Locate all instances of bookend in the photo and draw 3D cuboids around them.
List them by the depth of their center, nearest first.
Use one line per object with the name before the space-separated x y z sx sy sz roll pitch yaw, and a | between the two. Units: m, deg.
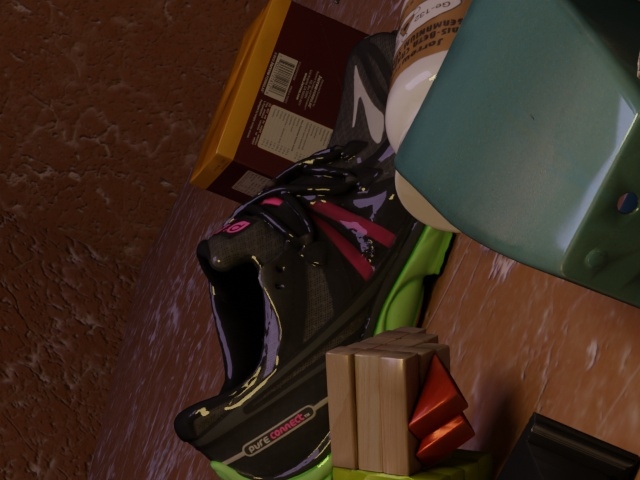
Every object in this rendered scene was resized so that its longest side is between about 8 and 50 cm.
bookend | 0.128 0.204 1.066 0.157 0.072 0.156 -64 13 14

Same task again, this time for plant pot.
plant pot | 0.175 -0.049 1.148 0.165 0.166 0.234 -64 19 15

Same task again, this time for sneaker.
sneaker | 0.000 0.000 1.733 0.185 0.202 0.482 136 154 -62

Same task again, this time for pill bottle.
pill bottle | 0.121 -0.118 1.583 0.229 0.131 0.131 -80 17 -48

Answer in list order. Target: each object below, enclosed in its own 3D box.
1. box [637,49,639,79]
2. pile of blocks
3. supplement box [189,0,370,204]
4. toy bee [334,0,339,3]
box | 0.281 -0.187 0.767 0.295 0.073 0.293 -18 42 32
pile of blocks | 0.060 0.235 1.314 0.113 0.149 0.362 4 77 33
supplement box | -0.006 -0.124 2.026 0.129 0.194 0.191 144 147 -69
toy bee | 0.140 -0.248 1.790 0.298 0.162 0.195 -45 -9 -29
